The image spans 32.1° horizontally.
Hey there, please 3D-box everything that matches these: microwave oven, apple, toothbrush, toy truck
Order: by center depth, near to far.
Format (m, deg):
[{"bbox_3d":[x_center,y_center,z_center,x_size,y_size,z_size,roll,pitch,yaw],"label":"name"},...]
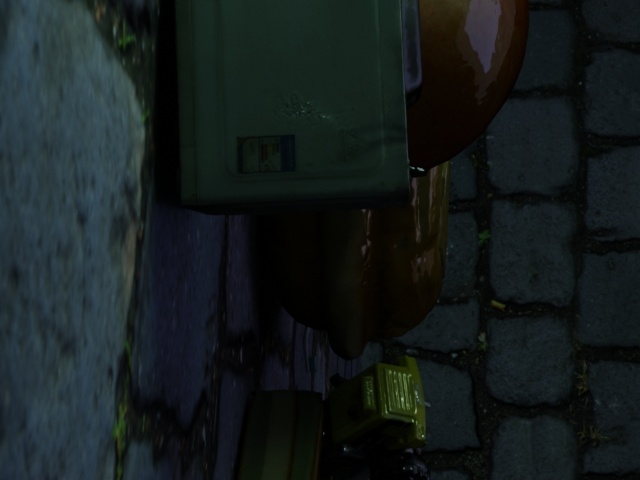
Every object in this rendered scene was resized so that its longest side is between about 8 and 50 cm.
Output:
[{"bbox_3d":[-0.015,-0.121,0.734,0.129,0.163,0.205,31,58,-87],"label":"microwave oven"},{"bbox_3d":[0.050,-0.161,0.924,0.253,0.253,0.254,2,90,-85],"label":"apple"},{"bbox_3d":[0.014,0.223,1.164,0.286,0.111,0.136,-45,-144,39],"label":"toy truck"},{"bbox_3d":[-0.017,0.090,1.603,0.017,0.022,0.204,-51,140,-86],"label":"toothbrush"}]

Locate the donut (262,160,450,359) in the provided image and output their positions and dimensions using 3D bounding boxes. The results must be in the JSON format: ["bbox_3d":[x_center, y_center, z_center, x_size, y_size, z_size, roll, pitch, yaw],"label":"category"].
[{"bbox_3d":[0.047,-0.085,1.254,0.449,0.198,0.449,3,90,-85],"label":"donut"}]

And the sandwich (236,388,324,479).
[{"bbox_3d":[-0.038,0.239,1.071,0.163,0.079,0.113,-85,174,-49],"label":"sandwich"}]
